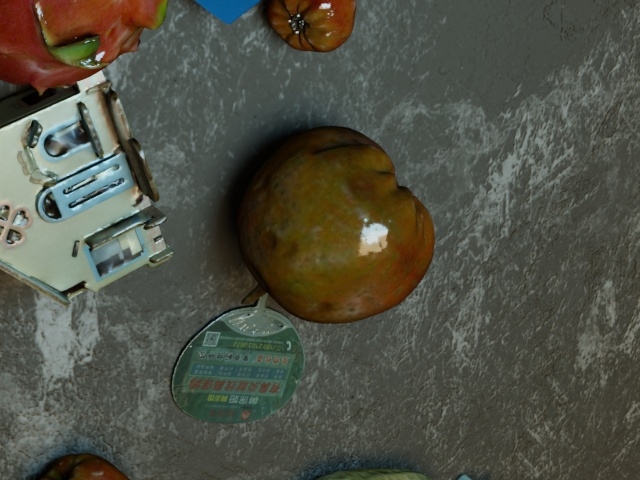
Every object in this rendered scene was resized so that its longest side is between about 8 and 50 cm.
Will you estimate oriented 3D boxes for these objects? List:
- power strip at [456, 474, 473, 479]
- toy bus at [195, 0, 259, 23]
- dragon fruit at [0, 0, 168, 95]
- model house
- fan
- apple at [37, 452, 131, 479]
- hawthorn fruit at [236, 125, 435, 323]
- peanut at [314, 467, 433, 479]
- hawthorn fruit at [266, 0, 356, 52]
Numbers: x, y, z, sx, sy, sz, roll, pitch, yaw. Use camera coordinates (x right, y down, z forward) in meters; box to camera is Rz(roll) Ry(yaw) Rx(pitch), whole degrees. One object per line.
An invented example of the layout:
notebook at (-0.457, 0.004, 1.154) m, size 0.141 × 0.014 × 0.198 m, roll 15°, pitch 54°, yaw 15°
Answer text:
power strip at (0.200, 0.547, 2.137) m, size 0.338 × 0.058 × 0.098 m, roll -41°, pitch 125°, yaw -9°
toy bus at (-0.080, -0.365, 1.488) m, size 0.184 × 0.106 × 0.090 m, roll -31°, pitch 133°, yaw 31°
dragon fruit at (-0.293, -0.327, 1.283) m, size 0.305 × 0.226 × 0.305 m, roll 4°, pitch 79°, yaw -19°
model house at (-0.345, -0.070, 1.464) m, size 0.244 × 0.169 × 0.326 m, roll -26°, pitch 123°, yaw -18°
fan at (-0.131, 0.161, 1.793) m, size 0.223 × 0.012 × 0.294 m, roll -21°, pitch 120°, yaw -21°
apple at (-0.328, 0.383, 1.683) m, size 0.147 × 0.156 × 0.158 m, roll -29°, pitch 113°, yaw -37°
hawthorn fruit at (0.000, 0.000, 1.655) m, size 0.298 × 0.277 × 0.277 m, roll -37°, pitch 127°, yaw 9°
peanut at (0.108, 0.457, 1.983) m, size 0.325 × 0.153 × 0.140 m, roll 12°, pitch 109°, yaw -28°
hawthorn fruit at (-0.002, -0.318, 1.594) m, size 0.140 × 0.125 × 0.125 m, roll -23°, pitch 121°, yaw -19°
